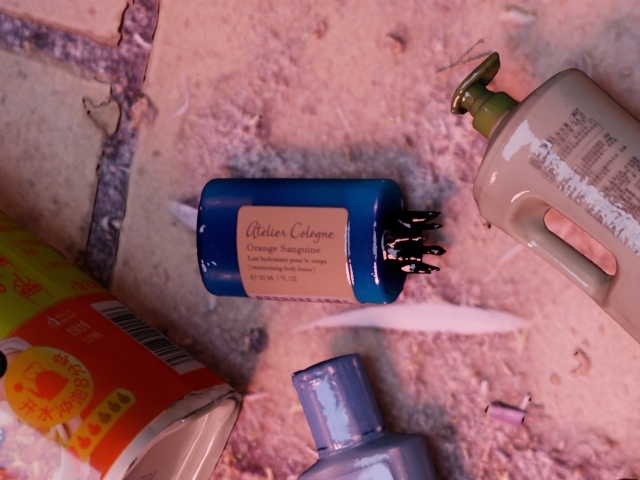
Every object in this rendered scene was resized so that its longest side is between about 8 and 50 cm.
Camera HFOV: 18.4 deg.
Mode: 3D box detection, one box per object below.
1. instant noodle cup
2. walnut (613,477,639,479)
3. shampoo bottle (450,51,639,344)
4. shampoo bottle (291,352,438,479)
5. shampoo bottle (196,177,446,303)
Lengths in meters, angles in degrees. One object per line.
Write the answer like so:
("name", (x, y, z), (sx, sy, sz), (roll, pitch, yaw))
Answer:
("instant noodle cup", (-0.245, 0.120, 1.420), (0.308, 0.294, 0.294), (31, 110, 16))
("walnut", (0.201, 0.305, 1.208), (0.209, 0.209, 0.336), (17, 108, 27))
("shampoo bottle", (0.176, -0.028, 1.250), (0.234, 0.087, 0.118), (41, 113, 20))
("shampoo bottle", (0.047, 0.205, 1.364), (0.104, 0.061, 0.258), (-22, 85, 30))
("shampoo bottle", (0.000, 0.000, 1.374), (0.183, 0.050, 0.087), (1, 93, 30))
